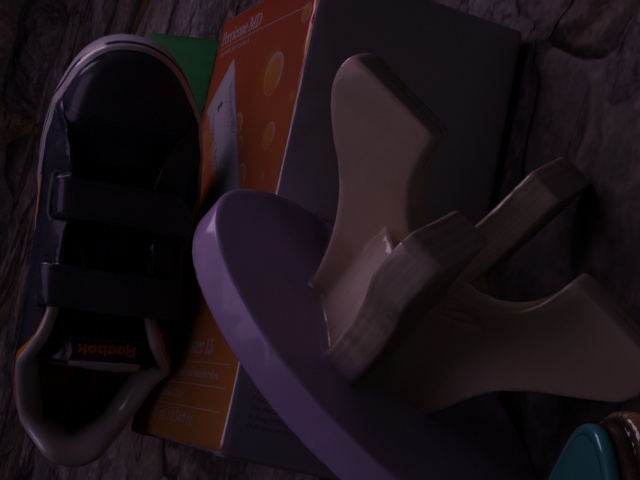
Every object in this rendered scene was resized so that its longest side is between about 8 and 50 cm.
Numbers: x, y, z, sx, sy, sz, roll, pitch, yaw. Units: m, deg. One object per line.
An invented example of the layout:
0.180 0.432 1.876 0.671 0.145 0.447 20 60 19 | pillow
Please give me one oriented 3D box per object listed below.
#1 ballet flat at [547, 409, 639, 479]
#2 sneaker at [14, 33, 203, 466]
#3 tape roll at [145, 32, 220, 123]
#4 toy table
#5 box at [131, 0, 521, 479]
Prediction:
0.122 0.225 0.726 0.123 0.123 0.348 -103 29 -48 | ballet flat
-0.153 0.017 1.051 0.127 0.126 0.321 -117 35 -64 | sneaker
-0.144 -0.039 1.399 0.321 0.077 0.321 7 -90 -89 | tape roll
0.067 0.034 0.855 0.161 0.274 0.252 -48 -1 29 | toy table
0.000 0.000 1.082 0.215 0.168 0.345 -9 68 66 | box
